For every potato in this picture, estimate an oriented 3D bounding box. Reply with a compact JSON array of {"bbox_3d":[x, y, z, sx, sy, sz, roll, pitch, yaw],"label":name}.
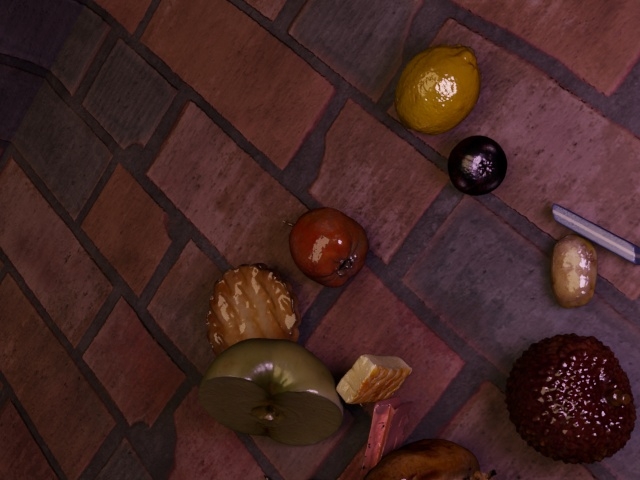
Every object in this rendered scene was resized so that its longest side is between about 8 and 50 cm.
[{"bbox_3d":[0.578,0.070,1.718,0.107,0.080,0.170,-8,77,40],"label":"potato"}]

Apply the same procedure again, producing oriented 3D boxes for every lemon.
[{"bbox_3d":[0.295,-0.379,1.889,0.260,0.204,0.204,-51,61,27],"label":"lemon"}]

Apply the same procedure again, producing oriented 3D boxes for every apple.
[{"bbox_3d":[-0.131,0.419,1.976,0.320,0.312,0.360,51,154,24],"label":"apple"}]

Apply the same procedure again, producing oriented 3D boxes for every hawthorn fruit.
[{"bbox_3d":[0.000,0.000,2.032,0.262,0.211,0.210,40,106,38],"label":"hawthorn fruit"}]

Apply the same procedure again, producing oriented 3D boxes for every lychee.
[{"bbox_3d":[0.534,0.339,1.611,0.304,0.276,0.275,-20,72,56],"label":"lychee"}]

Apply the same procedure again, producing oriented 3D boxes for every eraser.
[{"bbox_3d":[0.624,-0.015,1.698,0.225,0.082,0.036,34,105,32],"label":"eraser"}]

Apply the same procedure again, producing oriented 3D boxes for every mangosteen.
[{"bbox_3d":[0.381,-0.183,1.850,0.153,0.152,0.152,-4,82,33],"label":"mangosteen"}]

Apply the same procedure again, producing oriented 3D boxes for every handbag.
[{"bbox_3d":[0.164,0.505,1.888,0.059,0.157,0.212,15,93,26],"label":"handbag"}]

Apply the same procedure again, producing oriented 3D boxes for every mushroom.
[{"bbox_3d":[0.239,0.612,1.726,0.260,0.346,0.345,30,101,50],"label":"mushroom"}]

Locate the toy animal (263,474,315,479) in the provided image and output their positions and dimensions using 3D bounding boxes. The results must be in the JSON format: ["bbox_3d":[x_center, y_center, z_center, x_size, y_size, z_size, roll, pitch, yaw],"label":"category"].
[{"bbox_3d":[-0.116,0.714,2.064,0.272,0.160,0.197,-50,59,10],"label":"toy animal"}]

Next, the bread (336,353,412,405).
[{"bbox_3d":[0.140,0.352,1.906,0.125,0.188,0.068,-53,55,15],"label":"bread"}]

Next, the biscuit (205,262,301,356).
[{"bbox_3d":[-0.190,0.226,2.184,0.326,0.107,0.325,-2,86,31],"label":"biscuit"}]
